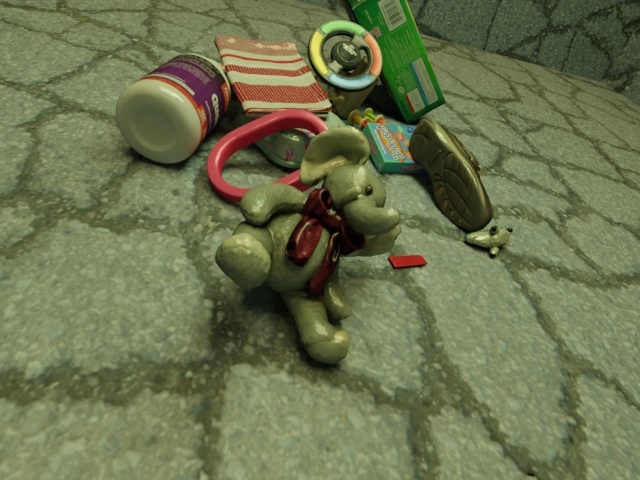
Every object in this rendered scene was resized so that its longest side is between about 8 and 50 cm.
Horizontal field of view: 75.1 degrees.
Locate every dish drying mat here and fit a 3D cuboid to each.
[{"bbox_3d":[0.184,0.044,0.878,0.083,0.008,0.032,-4,42,-24],"label":"dish drying mat"}]

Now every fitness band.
[{"bbox_3d":[-0.108,-0.186,0.926,0.291,0.054,0.209,-27,65,-10],"label":"fitness band"}]

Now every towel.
[{"bbox_3d":[-0.129,-0.439,1.104,0.237,0.037,0.329,-8,55,-24],"label":"towel"}]

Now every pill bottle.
[{"bbox_3d":[-0.325,-0.329,0.991,0.181,0.181,0.323,16,39,-2],"label":"pill bottle"}]

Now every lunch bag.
[{"bbox_3d":[-0.092,-0.306,1.113,0.224,0.108,0.279,-25,54,-36],"label":"lunch bag"}]

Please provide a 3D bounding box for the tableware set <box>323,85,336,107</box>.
[{"bbox_3d":[-0.021,-0.489,1.415,0.194,0.039,0.128,-19,51,-37],"label":"tableware set"}]

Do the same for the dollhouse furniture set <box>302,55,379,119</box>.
[{"bbox_3d":[-0.014,-0.555,1.299,0.356,0.174,0.303,22,42,-25],"label":"dollhouse furniture set"}]

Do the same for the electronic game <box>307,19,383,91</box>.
[{"bbox_3d":[0.074,-0.539,1.215,0.229,0.048,0.229,3,77,-14],"label":"electronic game"}]

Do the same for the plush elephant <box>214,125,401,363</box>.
[{"bbox_3d":[0.015,-0.020,0.669,0.255,0.272,0.330,-34,28,6],"label":"plush elephant"}]

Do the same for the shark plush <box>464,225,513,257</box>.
[{"bbox_3d":[0.420,-0.021,1.014,0.161,0.073,0.067,-28,25,-35],"label":"shark plush"}]

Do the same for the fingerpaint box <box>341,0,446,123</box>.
[{"bbox_3d":[0.238,-0.695,1.465,0.163,0.445,0.371,-28,41,15],"label":"fingerpaint box"}]

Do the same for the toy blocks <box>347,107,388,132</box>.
[{"bbox_3d":[0.177,-0.362,1.328,0.123,0.054,0.148,-22,54,-41],"label":"toy blocks"}]

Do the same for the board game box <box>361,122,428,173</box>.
[{"bbox_3d":[0.242,-0.268,1.217,0.210,0.047,0.160,-3,57,-24],"label":"board game box"}]

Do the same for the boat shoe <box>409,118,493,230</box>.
[{"bbox_3d":[0.365,-0.184,1.094,0.130,0.132,0.355,-2,58,-28],"label":"boat shoe"}]

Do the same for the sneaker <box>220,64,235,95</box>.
[{"bbox_3d":[-0.303,-0.475,1.245,0.081,0.094,0.208,18,39,0],"label":"sneaker"}]
